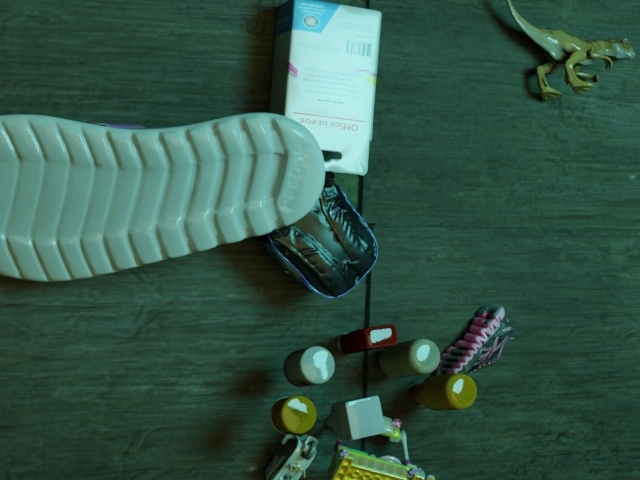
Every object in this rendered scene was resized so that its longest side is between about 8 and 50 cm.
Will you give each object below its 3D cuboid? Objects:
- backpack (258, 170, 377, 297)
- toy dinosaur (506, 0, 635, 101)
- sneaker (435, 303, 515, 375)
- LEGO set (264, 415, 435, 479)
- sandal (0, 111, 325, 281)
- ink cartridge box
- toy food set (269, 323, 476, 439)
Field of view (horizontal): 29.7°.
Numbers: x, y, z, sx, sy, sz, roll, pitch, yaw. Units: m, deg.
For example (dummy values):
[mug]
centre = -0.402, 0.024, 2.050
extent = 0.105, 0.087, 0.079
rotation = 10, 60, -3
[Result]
[backpack]
centre = 0.000, 0.000, 1.309
extent = 0.105, 0.084, 0.114
rotation = -42, 102, -11
[toy dinosaur]
centre = 0.279, -0.230, 1.438
extent = 0.212, 0.064, 0.112
rotation = 14, 68, -30
[sneaker]
centre = 0.185, 0.133, 1.410
extent = 0.119, 0.047, 0.057
rotation = -47, 118, -13
[LEGO set]
centre = 0.079, 0.280, 1.359
extent = 0.287, 0.107, 0.132
rotation = 38, 112, -22
[sandal]
centre = -0.206, -0.051, 1.222
extent = 0.416, 0.102, 0.169
rotation = -2, 106, -8
[ink cartridge box]
centre = 0.002, -0.164, 1.319
extent = 0.104, 0.061, 0.181
rotation = 5, 89, -21
[toy food set]
centre = 0.041, 0.154, 1.316
extent = 0.232, 0.104, 0.111
rotation = -10, 84, -24
